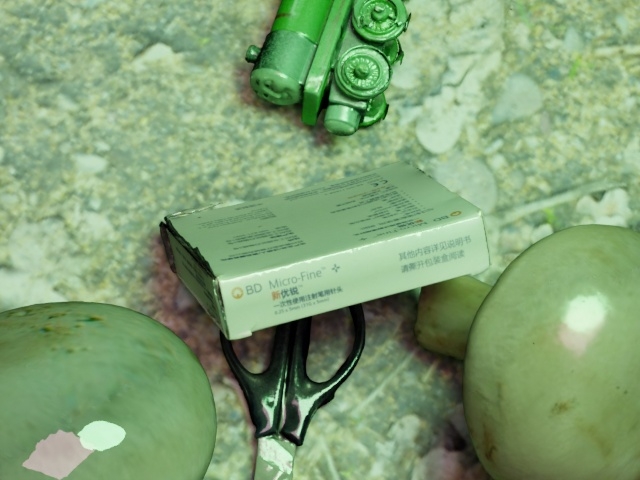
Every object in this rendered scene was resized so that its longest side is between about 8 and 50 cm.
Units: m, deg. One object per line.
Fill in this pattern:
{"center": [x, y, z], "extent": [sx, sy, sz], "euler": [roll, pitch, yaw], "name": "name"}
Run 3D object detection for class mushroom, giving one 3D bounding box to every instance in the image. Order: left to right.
{"center": [-0.178, 0.162, 1.157], "extent": [0.243, 0.243, 0.243], "euler": [3, 69, -8], "name": "mushroom"}
{"center": [0.162, 0.080, 1.254], "extent": [0.215, 0.207, 0.207], "euler": [20, 63, 37], "name": "mushroom"}

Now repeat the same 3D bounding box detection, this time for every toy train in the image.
{"center": [0.022, -0.201, 1.377], "extent": [0.119, 0.085, 0.251], "euler": [17, 66, 4], "name": "toy train"}

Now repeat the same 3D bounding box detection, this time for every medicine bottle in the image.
{"center": [0.000, 0.000, 1.252], "extent": [0.201, 0.171, 0.052], "euler": [-15, 109, -15], "name": "medicine bottle"}

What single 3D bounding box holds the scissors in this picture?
{"center": [-0.032, 0.159, 1.262], "extent": [0.109, 0.022, 0.300], "euler": [8, 70, -2], "name": "scissors"}
